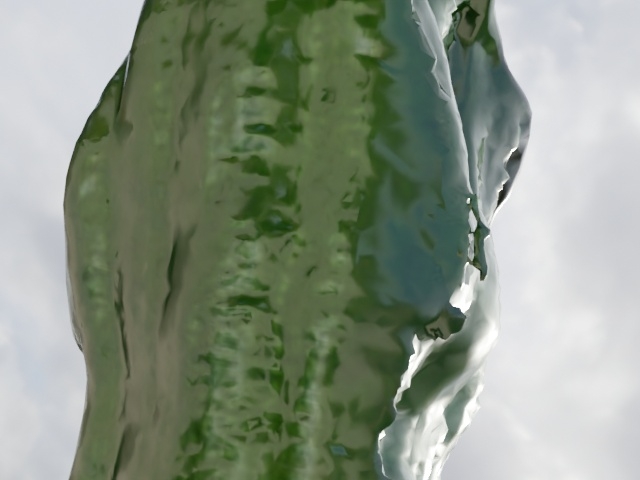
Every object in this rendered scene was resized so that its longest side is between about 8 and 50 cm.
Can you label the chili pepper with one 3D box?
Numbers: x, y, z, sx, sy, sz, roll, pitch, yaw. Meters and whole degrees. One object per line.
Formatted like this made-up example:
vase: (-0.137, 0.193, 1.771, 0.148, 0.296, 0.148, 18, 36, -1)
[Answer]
chili pepper: (-0.009, -0.001, 0.570, 0.167, 0.385, 0.213, 9, -6, 6)
